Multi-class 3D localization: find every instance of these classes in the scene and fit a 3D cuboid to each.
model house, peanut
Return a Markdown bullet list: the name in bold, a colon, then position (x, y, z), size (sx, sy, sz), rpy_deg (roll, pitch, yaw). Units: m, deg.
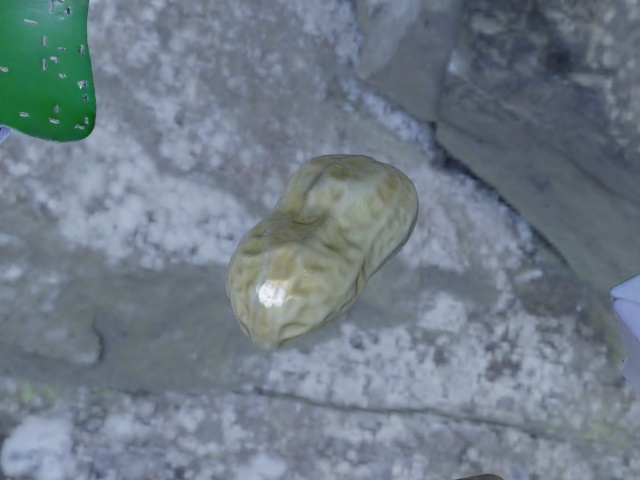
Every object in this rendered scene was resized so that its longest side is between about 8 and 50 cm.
- **model house**: position (-0.225, -0.127, 0.836), size (0.117, 0.167, 0.088), rpy_deg (7, 154, -30)
- **peanut**: position (0.000, 0.000, 1.302), size (0.152, 0.313, 0.152), rpy_deg (20, 132, 24)

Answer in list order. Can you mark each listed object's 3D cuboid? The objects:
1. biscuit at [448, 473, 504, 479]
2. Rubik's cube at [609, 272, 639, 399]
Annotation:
- **biscuit**: position (0.083, 0.305, 1.192), size (0.217, 0.044, 0.325), rpy_deg (-16, -176, 11)
- **Rubik's cube**: position (0.456, 0.141, 1.020), size (0.387, 0.368, 0.358), rpy_deg (-28, 132, 3)
